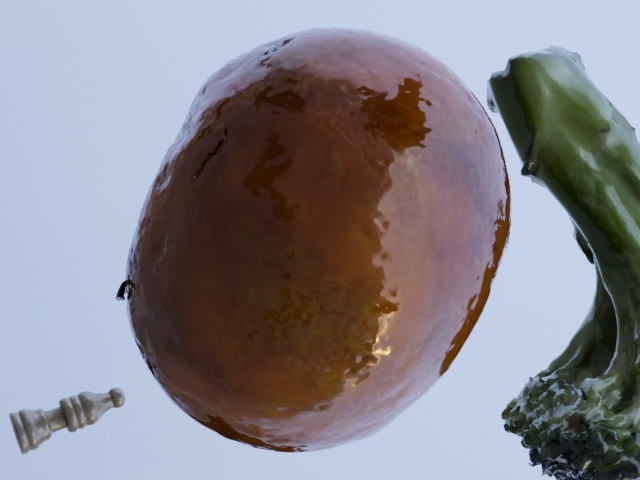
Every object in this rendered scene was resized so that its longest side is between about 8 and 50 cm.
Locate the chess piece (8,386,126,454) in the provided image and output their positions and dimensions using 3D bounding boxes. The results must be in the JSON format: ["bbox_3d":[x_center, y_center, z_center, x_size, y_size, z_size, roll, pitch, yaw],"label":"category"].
[{"bbox_3d":[-0.204,0.142,0.824,0.035,0.092,0.035,49,-31,45],"label":"chess piece"}]

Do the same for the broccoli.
[{"bbox_3d":[0.261,0.051,0.875,0.397,0.353,0.275,35,-35,-13],"label":"broccoli"}]

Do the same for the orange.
[{"bbox_3d":[0.000,0.000,0.669,0.226,0.284,0.284,27,-53,-1],"label":"orange"}]
